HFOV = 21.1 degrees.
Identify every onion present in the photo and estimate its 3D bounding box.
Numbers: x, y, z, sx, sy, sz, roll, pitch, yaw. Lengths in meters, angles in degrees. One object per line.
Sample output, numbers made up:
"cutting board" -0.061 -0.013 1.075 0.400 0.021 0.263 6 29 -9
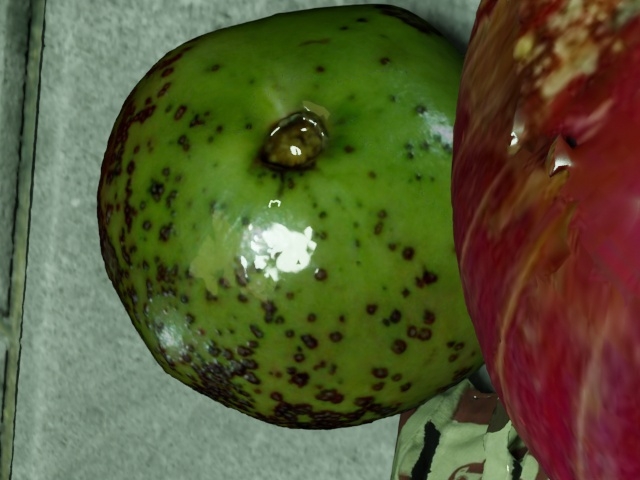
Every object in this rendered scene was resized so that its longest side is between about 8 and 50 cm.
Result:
"onion" 0.223 0.001 0.579 0.348 0.348 0.385 34 163 30

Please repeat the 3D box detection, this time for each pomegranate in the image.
"pomegranate" 0.000 0.000 0.841 0.214 0.214 0.248 49 165 19

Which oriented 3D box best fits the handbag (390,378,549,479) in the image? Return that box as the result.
"handbag" 0.096 0.161 0.799 0.213 0.127 0.235 -26 54 46
